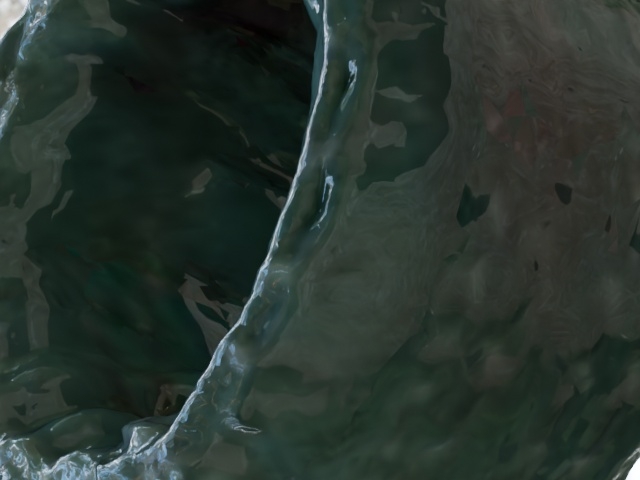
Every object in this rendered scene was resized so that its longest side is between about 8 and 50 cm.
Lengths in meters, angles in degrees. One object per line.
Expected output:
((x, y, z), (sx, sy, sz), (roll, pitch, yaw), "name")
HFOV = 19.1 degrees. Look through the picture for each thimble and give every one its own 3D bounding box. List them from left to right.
((0.000, 0.000, 0.522), (0.143, 0.198, 0.235), (19, -112, -39), "thimble")
